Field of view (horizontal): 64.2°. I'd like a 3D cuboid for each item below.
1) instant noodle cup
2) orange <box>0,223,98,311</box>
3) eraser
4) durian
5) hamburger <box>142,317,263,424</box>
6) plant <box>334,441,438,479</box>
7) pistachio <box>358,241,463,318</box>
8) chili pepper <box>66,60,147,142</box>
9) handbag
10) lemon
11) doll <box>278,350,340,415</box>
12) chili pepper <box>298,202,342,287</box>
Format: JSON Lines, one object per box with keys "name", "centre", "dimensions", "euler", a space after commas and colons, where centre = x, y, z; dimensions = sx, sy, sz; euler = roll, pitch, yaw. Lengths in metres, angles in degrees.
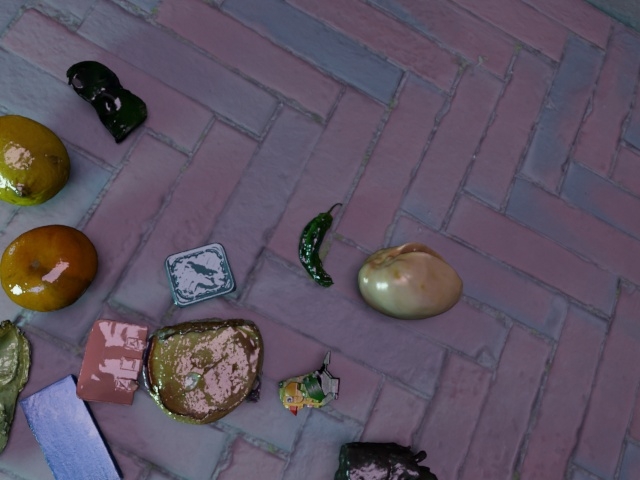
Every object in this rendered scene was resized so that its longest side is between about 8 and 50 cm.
{"name": "instant noodle cup", "centre": [-0.348, 0.102, 1.480], "dimensions": [0.179, 0.070, 0.157], "euler": [-16, 80, -14]}
{"name": "orange", "centre": [-0.713, 0.074, 1.355], "dimensions": [0.239, 0.171, 0.240], "euler": [1, 67, -2]}
{"name": "eraser", "centre": [-0.649, 0.523, 1.336], "dimensions": [0.144, 0.042, 0.312], "euler": [-28, 85, -17]}
{"name": "durian", "centre": [-0.858, 0.386, 1.268], "dimensions": [0.197, 0.163, 0.395], "euler": [18, 68, -10]}
{"name": "hamburger", "centre": [-0.308, 0.346, 1.370], "dimensions": [0.317, 0.195, 0.277], "euler": [-1, 81, -10]}
{"name": "plant", "centre": [0.180, 0.666, 1.411], "dimensions": [0.275, 0.199, 0.189], "euler": [8, 82, -6]}
{"name": "pistachio", "centre": [0.268, 0.126, 1.532], "dimensions": [0.320, 0.229, 0.238], "euler": [8, 118, -15]}
{"name": "chili pepper", "centre": [-0.638, -0.440, 1.513], "dimensions": [0.148, 0.116, 0.265], "euler": [-42, 89, -20]}
{"name": "handbag", "centre": [-0.557, 0.328, 1.377], "dimensions": [0.157, 0.059, 0.213], "euler": [14, 68, -21]}
{"name": "lemon", "centre": [-0.809, -0.220, 1.374], "dimensions": [0.228, 0.228, 0.254], "euler": [-36, 86, -17]}
{"name": "doll", "centre": [-0.029, 0.415, 1.459], "dimensions": [0.186, 0.106, 0.135], "euler": [-25, 78, 0]}
{"name": "chili pepper", "centre": [-0.001, 0.000, 1.581], "dimensions": [0.122, 0.065, 0.279], "euler": [14, 77, -18]}
